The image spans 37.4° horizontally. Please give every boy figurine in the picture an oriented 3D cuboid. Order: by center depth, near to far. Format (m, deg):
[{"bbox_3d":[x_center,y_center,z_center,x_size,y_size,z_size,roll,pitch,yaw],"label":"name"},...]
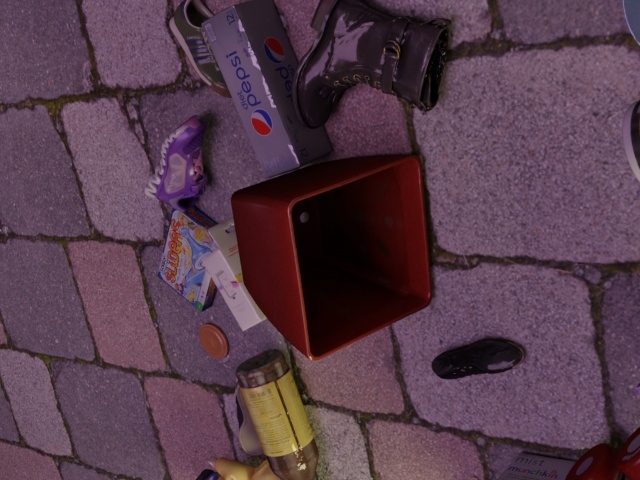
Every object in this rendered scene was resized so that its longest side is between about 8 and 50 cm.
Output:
[{"bbox_3d":[-0.168,0.526,2.056,0.177,0.092,0.285,46,135,-15],"label":"boy figurine"}]

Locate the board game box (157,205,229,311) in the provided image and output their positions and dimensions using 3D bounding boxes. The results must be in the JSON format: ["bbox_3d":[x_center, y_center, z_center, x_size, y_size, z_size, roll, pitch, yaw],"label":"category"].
[{"bbox_3d":[-0.261,0.032,1.939,0.136,0.035,0.201,36,130,22],"label":"board game box"}]

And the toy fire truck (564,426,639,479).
[{"bbox_3d":[0.442,0.413,1.340,0.169,0.254,0.302,43,142,3],"label":"toy fire truck"}]

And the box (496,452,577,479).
[{"bbox_3d":[0.342,0.518,1.521,0.127,0.231,0.262,0,110,41],"label":"box"}]

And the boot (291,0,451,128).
[{"bbox_3d":[0.078,-0.251,1.465,0.229,0.091,0.263,32,127,26],"label":"boot"}]

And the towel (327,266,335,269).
[{"bbox_3d":[0.030,0.126,1.739,0.110,0.027,0.148,41,131,16],"label":"towel"}]

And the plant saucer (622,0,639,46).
[{"bbox_3d":[0.465,-0.300,1.143,0.195,0.037,0.195,18,122,33],"label":"plant saucer"}]

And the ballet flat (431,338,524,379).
[{"bbox_3d":[0.263,0.197,1.572,0.173,0.049,0.057,-15,73,39],"label":"ballet flat"}]

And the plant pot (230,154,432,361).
[{"bbox_3d":[0.000,0.000,1.560,0.236,0.267,0.267,20,124,49],"label":"plant pot"}]

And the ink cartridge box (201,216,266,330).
[{"bbox_3d":[-0.142,0.056,1.791,0.067,0.115,0.198,-31,88,45],"label":"ink cartridge box"}]

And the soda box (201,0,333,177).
[{"bbox_3d":[-0.089,-0.258,1.600,0.091,0.098,0.286,-16,100,43],"label":"soda box"}]

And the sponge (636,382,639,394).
[{"bbox_3d":[0.562,0.223,1.324,0.210,0.031,0.117,-31,89,45],"label":"sponge"}]

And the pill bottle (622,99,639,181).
[{"bbox_3d":[0.488,-0.138,1.146,0.208,0.119,0.119,-13,102,43],"label":"pill bottle"}]

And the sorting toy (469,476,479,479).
[{"bbox_3d":[0.276,0.469,1.707,0.062,0.012,0.083,46,133,13],"label":"sorting toy"}]

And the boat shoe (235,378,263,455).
[{"bbox_3d":[-0.143,0.362,2.000,0.065,0.075,0.206,-109,12,-60],"label":"boat shoe"}]

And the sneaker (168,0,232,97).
[{"bbox_3d":[-0.195,-0.348,1.669,0.192,0.064,0.086,54,140,11],"label":"sneaker"}]

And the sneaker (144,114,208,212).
[{"bbox_3d":[-0.255,-0.140,1.817,0.104,0.095,0.236,42,137,8],"label":"sneaker"}]

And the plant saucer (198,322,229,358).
[{"bbox_3d":[-0.230,0.216,2.019,0.083,0.013,0.083,20,122,34],"label":"plant saucer"}]

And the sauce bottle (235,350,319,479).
[{"bbox_3d":[-0.070,0.396,1.901,0.111,0.111,0.344,-7,104,43],"label":"sauce bottle"}]
